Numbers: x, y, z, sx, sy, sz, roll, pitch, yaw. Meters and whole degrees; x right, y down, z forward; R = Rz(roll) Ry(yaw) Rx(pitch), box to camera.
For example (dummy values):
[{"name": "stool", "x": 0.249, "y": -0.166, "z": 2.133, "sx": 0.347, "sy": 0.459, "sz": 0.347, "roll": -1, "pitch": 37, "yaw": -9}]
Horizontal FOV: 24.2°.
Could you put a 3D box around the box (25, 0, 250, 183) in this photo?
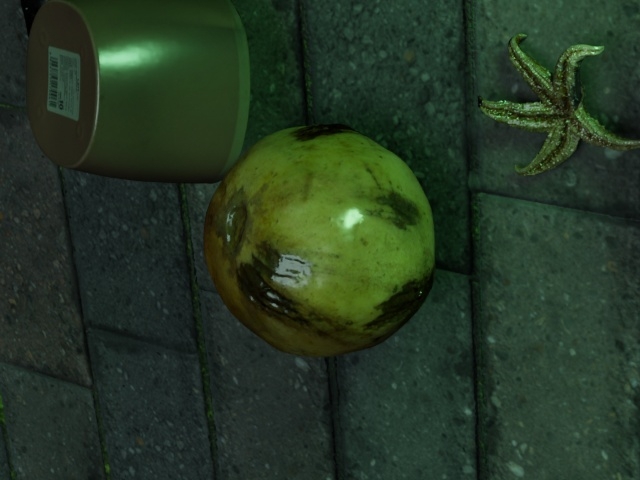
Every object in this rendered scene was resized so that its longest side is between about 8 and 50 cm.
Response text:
[{"name": "box", "x": -0.255, "y": -0.213, "z": 2.005, "sx": 0.301, "sy": 0.216, "sz": 0.301, "roll": 10, "pitch": 101, "yaw": 58}]

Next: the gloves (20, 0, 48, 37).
[{"name": "gloves", "x": -0.362, "y": -0.390, "z": 2.137, "sx": 0.164, "sy": 0.124, "sz": 0.203, "roll": 5, "pitch": 125, "yaw": 15}]

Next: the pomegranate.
[{"name": "pomegranate", "x": 0.000, "y": 0.000, "z": 1.947, "sx": 0.322, "sy": 0.322, "sz": 0.322, "roll": 17, "pitch": 122, "yaw": 30}]

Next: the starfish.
[{"name": "starfish", "x": 0.295, "y": -0.151, "z": 1.800, "sx": 0.238, "sy": 0.057, "sz": 0.213, "roll": 28, "pitch": 134, "yaw": 28}]
